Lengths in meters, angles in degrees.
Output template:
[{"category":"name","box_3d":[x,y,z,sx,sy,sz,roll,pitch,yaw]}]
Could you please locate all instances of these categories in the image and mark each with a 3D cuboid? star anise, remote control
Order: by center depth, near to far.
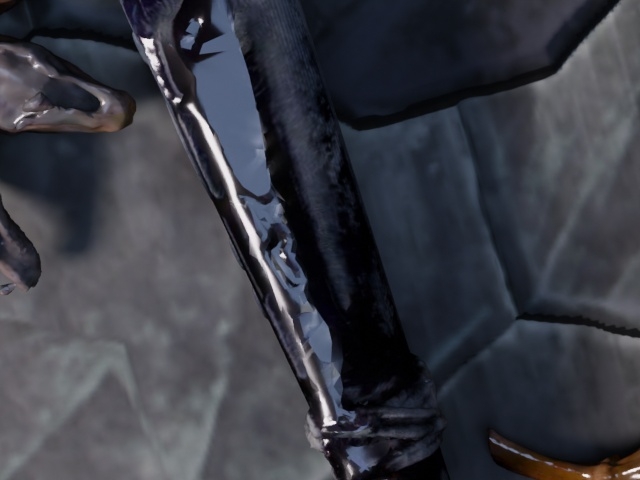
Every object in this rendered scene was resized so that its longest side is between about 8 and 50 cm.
[{"category":"star anise","box_3d":[-0.166,-0.094,0.554,0.208,0.063,0.171,27,89,-5]},{"category":"remote control","box_3d":[0.000,0.000,0.557,0.066,0.090,0.266,-22,95,14]}]

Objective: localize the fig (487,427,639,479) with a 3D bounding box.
[{"category":"fig","box_3d":[0.172,0.074,0.566,0.201,0.146,0.134,-36,115,19]}]
